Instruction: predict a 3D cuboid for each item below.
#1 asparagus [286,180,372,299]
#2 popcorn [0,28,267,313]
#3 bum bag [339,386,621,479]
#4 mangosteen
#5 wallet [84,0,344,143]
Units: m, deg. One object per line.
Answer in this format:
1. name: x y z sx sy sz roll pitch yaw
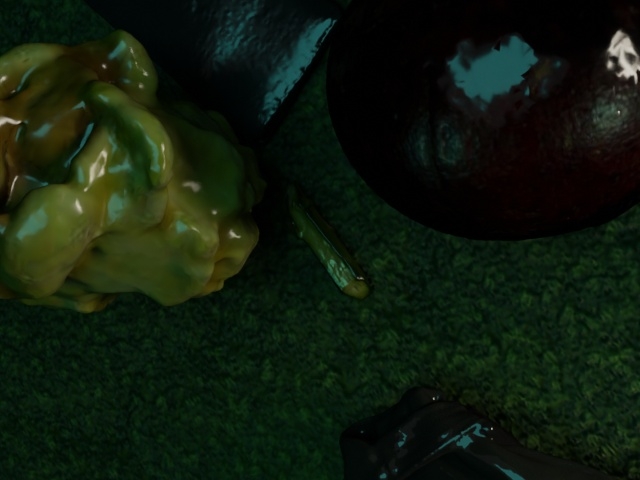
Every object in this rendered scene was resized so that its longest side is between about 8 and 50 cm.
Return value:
1. asparagus: 0.001 -0.001 0.667 0.025 0.021 0.108 -40 77 23
2. popcorn: -0.166 -0.041 0.638 0.256 0.255 0.195 18 83 -3
3. bum bag: 0.160 0.189 0.580 0.326 0.079 0.142 22 110 19
4. mangosteen: 0.107 -0.109 0.500 0.216 0.216 0.216 2 95 25
5. wallet: -0.102 -0.194 0.699 0.244 0.025 0.124 41 109 17
